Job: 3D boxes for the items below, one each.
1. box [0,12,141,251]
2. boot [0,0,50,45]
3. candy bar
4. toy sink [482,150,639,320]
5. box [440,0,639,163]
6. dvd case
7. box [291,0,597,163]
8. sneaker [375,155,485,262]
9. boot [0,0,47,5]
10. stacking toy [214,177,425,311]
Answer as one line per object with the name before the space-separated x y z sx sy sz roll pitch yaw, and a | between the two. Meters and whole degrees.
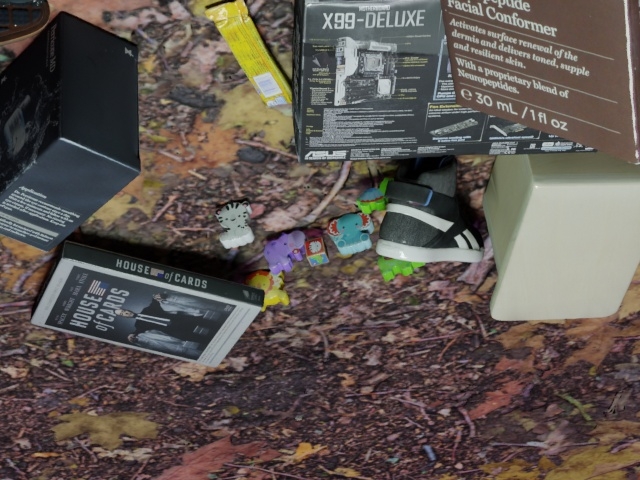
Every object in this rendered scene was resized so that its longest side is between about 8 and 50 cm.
box | -0.251 -0.101 1.436 0.093 0.156 0.158 23 135 -36
boot | -0.358 -0.193 1.377 0.219 0.082 0.106 -4 168 -12
candy bar | -0.064 -0.179 1.478 0.040 0.018 0.161 -13 146 15
toy sink | 0.268 -0.034 1.654 0.152 0.131 0.234 -1 141 -8
box | 0.187 -0.262 1.124 0.143 0.191 0.381 -38 132 -31
dvd case | -0.206 0.078 1.775 0.238 0.030 0.179 14 148 -16
box | 0.128 -0.174 1.419 0.307 0.077 0.242 -3 148 -3
sneaker | 0.137 -0.040 1.670 0.079 0.121 0.217 14 -172 25
boot | -0.305 -0.268 1.232 0.246 0.094 0.207 -16 142 2
stacking toy | 0.000 0.000 1.731 0.221 0.052 0.167 -14 147 7
